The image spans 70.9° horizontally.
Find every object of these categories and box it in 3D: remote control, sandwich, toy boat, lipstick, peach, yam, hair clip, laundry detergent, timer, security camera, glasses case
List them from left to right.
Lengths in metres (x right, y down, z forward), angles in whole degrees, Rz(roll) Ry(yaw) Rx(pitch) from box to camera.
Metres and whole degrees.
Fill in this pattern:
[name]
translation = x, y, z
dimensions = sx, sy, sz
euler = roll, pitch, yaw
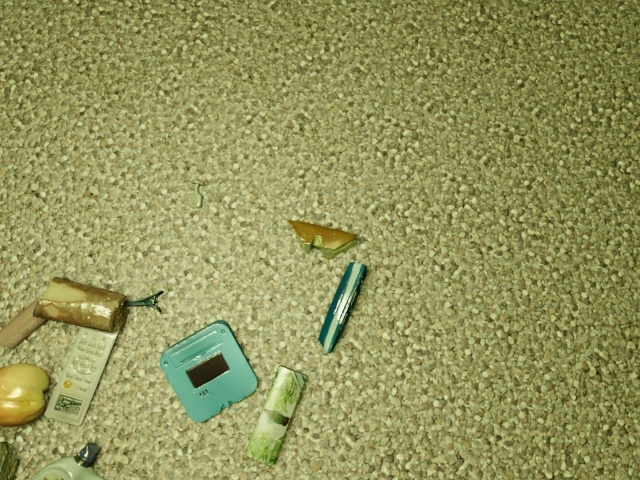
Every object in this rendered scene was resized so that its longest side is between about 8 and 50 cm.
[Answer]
[peach]
translation = -0.896, 0.451, 1.313
dimensions = 0.184, 0.184, 0.185
euler = 0, 77, -1
[lipstick]
translation = -0.887, 0.226, 1.415
dimensions = 0.254, 0.070, 0.070
euler = -43, 81, -10
[laundry detergent]
translation = -0.719, 0.726, 1.287
dimensions = 0.214, 0.105, 0.281
euler = 32, 77, 6
[yam]
translation = -0.712, 0.197, 1.353
dimensions = 0.238, 0.128, 0.130
euler = 18, 87, -11
[remote control]
translation = -0.728, 0.397, 1.391
dimensions = 0.109, 0.055, 0.313
euler = 20, 80, -8
[hair clip]
translation = -0.624, 0.191, 1.446
dimensions = 0.229, 0.039, 0.070
euler = 2, 78, 0
[security camera]
translation = -0.426, -0.156, 1.531
dimensions = 0.058, 0.058, 0.092
euler = 11, 89, 1
[timer]
translation = -0.343, 0.403, 1.400
dimensions = 0.231, 0.091, 0.250
euler = -28, 91, -8
[glasses case]
translation = -0.134, 0.527, 1.367
dimensions = 0.095, 0.062, 0.273
euler = 20, 78, 4
[sandwich]
translation = 0.000, 0.000, 1.478
dimensions = 0.244, 0.090, 0.089
euler = 15, 74, 2
[toy boat]
translation = 0.068, 0.210, 1.432
dimensions = 0.061, 0.096, 0.300
euler = 21, 79, 14

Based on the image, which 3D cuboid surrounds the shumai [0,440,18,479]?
[shumai]
translation = -0.989, 0.690, 1.247
dimensions = 0.217, 0.189, 0.256
euler = 10, 72, -1
